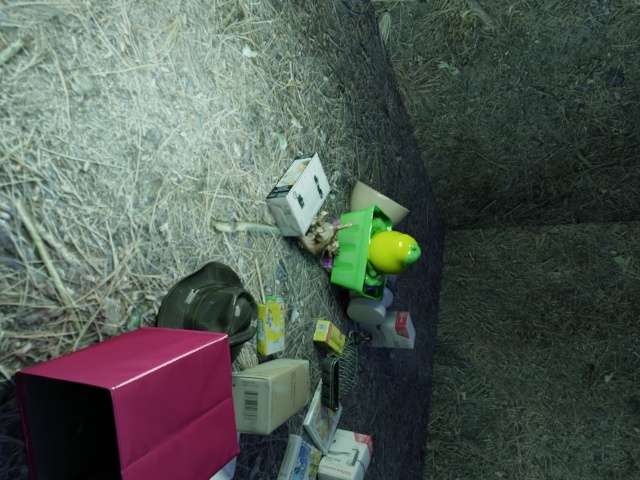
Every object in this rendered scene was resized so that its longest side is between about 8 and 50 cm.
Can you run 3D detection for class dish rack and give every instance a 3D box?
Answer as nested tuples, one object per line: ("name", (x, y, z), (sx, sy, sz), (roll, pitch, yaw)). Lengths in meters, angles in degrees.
("dish rack", (0.093, 0.524, 1.626), (0.271, 0.074, 0.209), (-14, 108, -56))

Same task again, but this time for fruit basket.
("fruit basket", (0.245, 0.052, 1.639), (0.283, 0.391, 0.393), (28, 63, -58))

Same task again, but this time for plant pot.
("plant pot", (0.248, -0.128, 1.917), (0.191, 0.284, 0.284), (-60, 154, 11))

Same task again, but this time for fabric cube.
("fabric cube", (-0.335, 0.323, 0.746), (0.258, 0.254, 0.259), (-13, 98, -63))

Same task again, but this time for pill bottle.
("pill bottle", (0.248, 0.193, 1.900), (0.210, 0.210, 0.363), (59, 38, -41))

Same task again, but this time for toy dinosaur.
("toy dinosaur", (0.000, 0.000, 1.564), (0.295, 0.127, 0.200), (-19, 141, -45))

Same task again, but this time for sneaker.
("sneaker", (0.190, 0.454, 1.908), (0.178, 0.077, 0.072), (3, 84, -61))

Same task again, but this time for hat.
("hat", (-0.246, 0.214, 1.052), (0.331, 0.133, 0.332), (7, 82, -62))

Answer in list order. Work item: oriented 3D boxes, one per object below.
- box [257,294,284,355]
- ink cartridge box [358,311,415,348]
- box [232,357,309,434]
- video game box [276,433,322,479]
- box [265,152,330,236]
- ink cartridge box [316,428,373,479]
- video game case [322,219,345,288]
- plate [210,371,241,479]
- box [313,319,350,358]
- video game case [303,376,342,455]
("box", (-0.159, 0.267, 1.306), (0.105, 0.043, 0.179), (7, 84, -61))
("ink cartridge box", (0.328, 0.439, 2.003), (0.172, 0.237, 0.100), (67, 32, -33))
("box", (-0.139, 0.439, 1.188), (0.311, 0.121, 0.148), (18, 71, -71))
("video game box", (-0.074, 0.801, 1.413), (0.205, 0.048, 0.187), (58, 42, -43))
("box", (-0.071, -0.168, 1.462), (0.169, 0.087, 0.290), (66, 35, -34))
("ink cartridge box", (0.100, 0.872, 1.612), (0.218, 0.158, 0.092), (-45, 128, -55))
("video game case", (0.090, 0.063, 1.793), (0.210, 0.041, 0.232), (52, 44, -47))
("plate", (-0.281, 0.470, 1.021), (0.278, 0.045, 0.278), (44, 49, -64))
("box", (0.050, 0.408, 1.668), (0.232, 0.058, 0.087), (52, 46, -47))
("video game case", (0.015, 0.692, 1.612), (0.206, 0.026, 0.227), (-61, 139, -45))
